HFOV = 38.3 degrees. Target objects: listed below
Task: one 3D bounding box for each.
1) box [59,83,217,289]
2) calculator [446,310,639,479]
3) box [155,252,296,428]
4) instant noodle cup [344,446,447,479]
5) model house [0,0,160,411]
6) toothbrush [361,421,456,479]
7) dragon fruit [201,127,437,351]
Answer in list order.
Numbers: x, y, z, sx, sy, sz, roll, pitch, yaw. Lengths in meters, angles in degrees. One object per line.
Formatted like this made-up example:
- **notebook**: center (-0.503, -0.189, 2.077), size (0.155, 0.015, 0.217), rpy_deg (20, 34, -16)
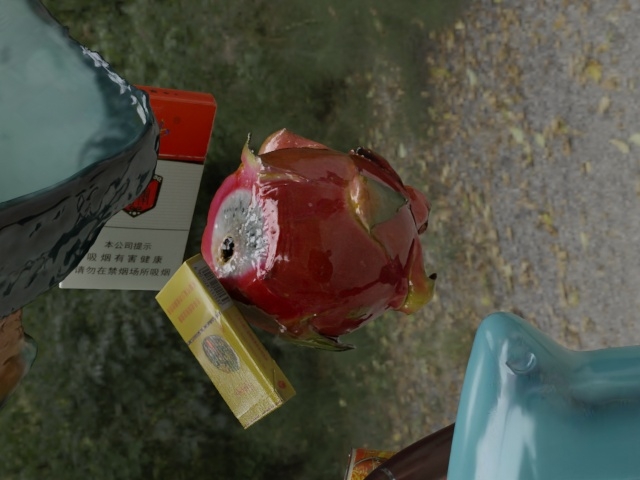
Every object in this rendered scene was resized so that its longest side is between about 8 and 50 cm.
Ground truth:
- **box**: center (-0.202, -0.052, 1.001), size (0.035, 0.139, 0.245), rpy_deg (-119, 40, -50)
- **calculator**: center (0.192, 0.226, 0.481), size (0.054, 0.256, 0.386), rpy_deg (-96, 3, -83)
- **box**: center (-0.090, 0.095, 0.851), size (0.155, 0.023, 0.087), rpy_deg (55, 138, 6)
- **instant noodle cup**: center (0.105, 0.353, 1.140), size (0.213, 0.174, 0.213), rpy_deg (11, -90, -85)
- **model house**: center (-0.239, 0.002, 0.546), size (0.253, 0.184, 0.291), rpy_deg (34, 133, 18)
- **toothbrush**: center (0.105, 0.183, 0.785), size (0.041, 0.364, 0.040), rpy_deg (41, 141, 44)
- **dragon fruit**: center (-0.004, 0.002, 0.920), size (0.224, 0.227, 0.224), rpy_deg (-18, 64, 42)
